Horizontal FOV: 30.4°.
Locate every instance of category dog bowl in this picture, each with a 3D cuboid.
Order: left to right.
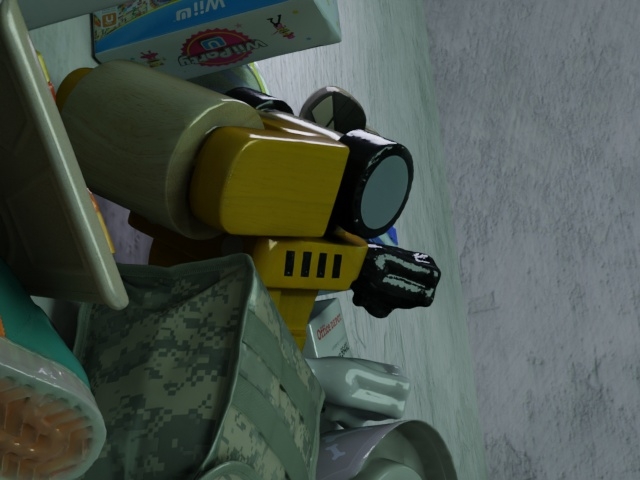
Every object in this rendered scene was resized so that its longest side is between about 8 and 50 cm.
[{"bbox_3d":[0.042,0.360,1.253,0.349,0.102,0.348,-4,94,-60],"label":"dog bowl"}]

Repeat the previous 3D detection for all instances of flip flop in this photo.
[{"bbox_3d":[0.025,-0.176,1.827,0.080,0.112,0.277,55,10,20],"label":"flip flop"}]

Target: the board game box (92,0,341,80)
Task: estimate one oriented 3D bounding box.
[{"bbox_3d":[-0.112,-0.320,1.172,0.097,0.224,0.303,46,34,-65],"label":"board game box"}]

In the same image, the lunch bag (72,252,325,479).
[{"bbox_3d":[-0.102,0.190,0.921,0.235,0.169,0.287,65,27,-50],"label":"lunch bag"}]

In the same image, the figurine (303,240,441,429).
[{"bbox_3d":[0.009,0.089,1.270,0.209,0.092,0.214,21,81,-38],"label":"figurine"}]

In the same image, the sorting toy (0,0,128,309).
[{"bbox_3d":[-0.199,-0.054,0.736,0.038,0.208,0.193,-30,112,-34],"label":"sorting toy"}]

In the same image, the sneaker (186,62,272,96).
[{"bbox_3d":[-0.106,-0.086,1.242,0.121,0.111,0.299,-11,87,-71],"label":"sneaker"}]

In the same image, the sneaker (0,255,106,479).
[{"bbox_3d":[-0.245,0.034,0.664,0.302,0.108,0.121,50,2,-43],"label":"sneaker"}]

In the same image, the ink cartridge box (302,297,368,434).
[{"bbox_3d":[-0.010,0.183,1.409,0.148,0.086,0.203,-34,112,-73],"label":"ink cartridge box"}]

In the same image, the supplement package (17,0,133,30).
[{"bbox_3d":[-0.155,-0.249,0.786,0.204,0.262,0.145,-5,83,-77],"label":"supplement package"}]

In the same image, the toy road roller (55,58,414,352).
[{"bbox_3d":[-0.086,-0.010,1.043,0.330,0.203,0.240,5,105,-56],"label":"toy road roller"}]

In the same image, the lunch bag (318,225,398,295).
[{"bbox_3d":[0.000,0.000,1.419,0.219,0.176,0.090,46,35,-65],"label":"lunch bag"}]
